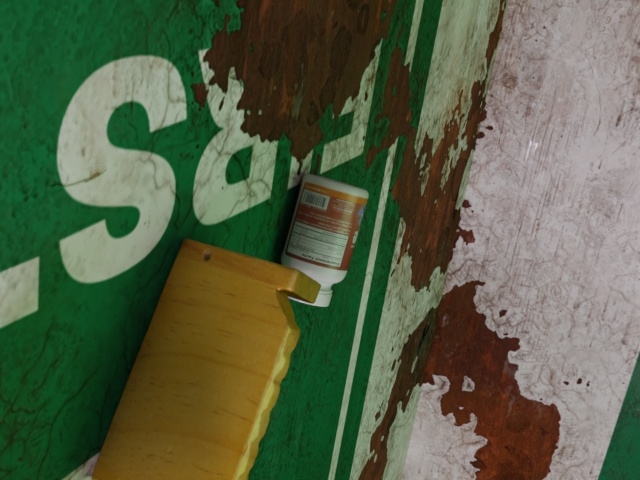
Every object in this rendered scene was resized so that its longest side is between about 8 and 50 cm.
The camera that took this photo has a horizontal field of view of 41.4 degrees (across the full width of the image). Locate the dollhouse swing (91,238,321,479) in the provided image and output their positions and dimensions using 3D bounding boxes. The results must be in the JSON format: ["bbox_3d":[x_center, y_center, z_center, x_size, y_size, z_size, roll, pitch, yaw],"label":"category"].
[{"bbox_3d":[-0.100,0.218,1.203,0.305,0.315,0.346,29,78,-48],"label":"dollhouse swing"}]

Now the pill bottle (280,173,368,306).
[{"bbox_3d":[0.000,0.000,1.480,0.121,0.121,0.216,2,105,-68],"label":"pill bottle"}]
